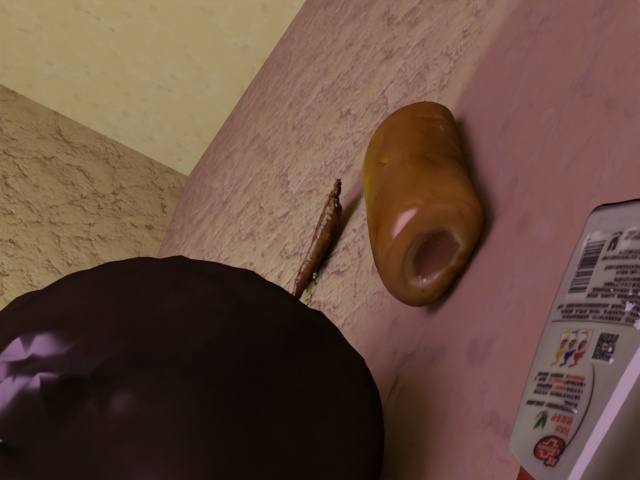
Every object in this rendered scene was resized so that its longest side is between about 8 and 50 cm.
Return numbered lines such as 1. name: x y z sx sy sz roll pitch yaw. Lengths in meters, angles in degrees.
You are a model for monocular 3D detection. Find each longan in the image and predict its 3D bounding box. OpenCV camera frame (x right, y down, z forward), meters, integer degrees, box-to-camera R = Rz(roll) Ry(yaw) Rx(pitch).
1. longan: -0.166 0.220 0.909 0.435 0.404 0.404 -56 16 19

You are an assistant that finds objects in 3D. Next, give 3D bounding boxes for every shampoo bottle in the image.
1. shampoo bottle: 0.168 0.111 0.582 0.284 0.071 0.153 -68 17 -8

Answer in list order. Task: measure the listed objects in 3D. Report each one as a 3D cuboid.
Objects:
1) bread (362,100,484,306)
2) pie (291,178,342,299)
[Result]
1. bread: 0.099 -0.054 1.074 0.305 0.091 0.142 -91 25 -62
2. pie: -0.001 0.001 1.433 0.088 0.033 0.191 -132 63 -83
